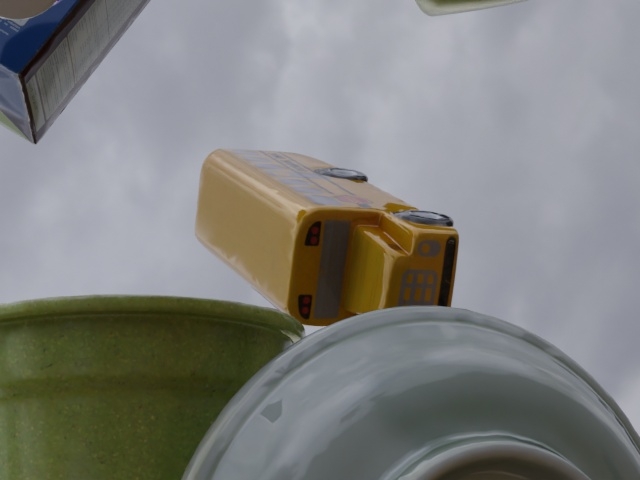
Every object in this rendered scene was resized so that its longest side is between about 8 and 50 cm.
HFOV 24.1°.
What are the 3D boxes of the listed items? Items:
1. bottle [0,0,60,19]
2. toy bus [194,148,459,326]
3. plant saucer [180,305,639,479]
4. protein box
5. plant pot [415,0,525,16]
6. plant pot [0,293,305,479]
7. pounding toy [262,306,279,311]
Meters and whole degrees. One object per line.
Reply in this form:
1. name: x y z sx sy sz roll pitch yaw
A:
1. bottle: -0.207 -0.224 1.048 0.092 0.283 0.118 15 -68 -14
2. toy bus: 0.000 0.000 1.337 0.130 0.332 0.108 3 -77 -23
3. plant saucer: 0.096 0.236 0.962 0.400 0.400 0.100 -30 5 -27
4. protein box: -0.285 -0.238 1.351 0.201 0.199 0.136 -55 -9 -22
5. plant pot: 0.276 -0.410 1.830 0.275 0.293 0.275 4 -90 -69
6. plant pot: -0.142 0.191 1.059 0.276 0.276 0.254 21 -118 -55
7. pounding toy: -0.055 0.145 1.923 0.110 0.183 0.237 -46 2 -21
